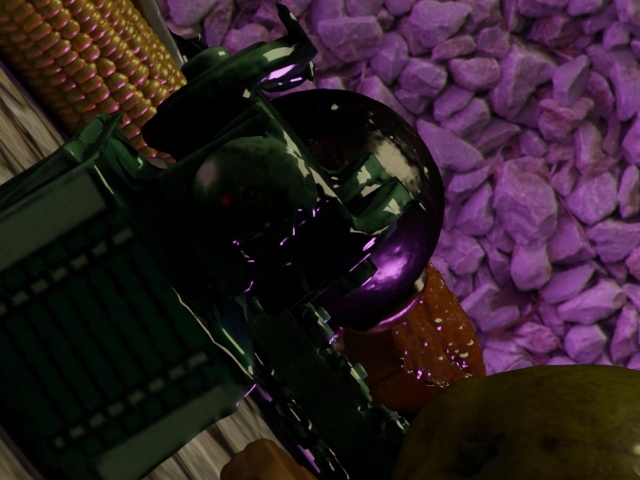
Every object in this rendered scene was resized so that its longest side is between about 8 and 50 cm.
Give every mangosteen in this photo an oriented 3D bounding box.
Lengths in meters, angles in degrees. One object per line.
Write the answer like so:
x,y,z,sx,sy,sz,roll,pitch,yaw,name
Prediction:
0.000,0.000,1.547,0.211,0.211,0.250,-125,-155,-50,mangosteen

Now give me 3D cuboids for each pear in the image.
0.178,0.199,1.157,0.307,0.253,0.253,43,6,-30,pear

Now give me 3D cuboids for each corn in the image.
-0.148,-0.112,1.290,0.244,0.093,0.093,52,2,-29,corn

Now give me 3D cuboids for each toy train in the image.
-0.047,-0.001,0.690,0.115,0.154,0.269,51,1,-8,toy train
0.005,0.112,1.231,0.170,0.071,0.111,53,-6,20,toy train

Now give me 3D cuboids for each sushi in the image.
0.042,0.078,1.702,0.140,0.149,0.287,2,-41,45,sushi

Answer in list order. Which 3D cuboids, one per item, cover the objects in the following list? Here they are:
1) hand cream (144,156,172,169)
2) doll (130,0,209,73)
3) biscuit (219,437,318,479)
-0.082,0.022,1.276,0.224,0.048,0.083,59,-2,-38,hand cream
-0.125,-0.116,1.782,0.145,0.103,0.316,26,30,-49,doll
0.051,0.204,0.812,0.269,0.051,0.376,50,0,21,biscuit
